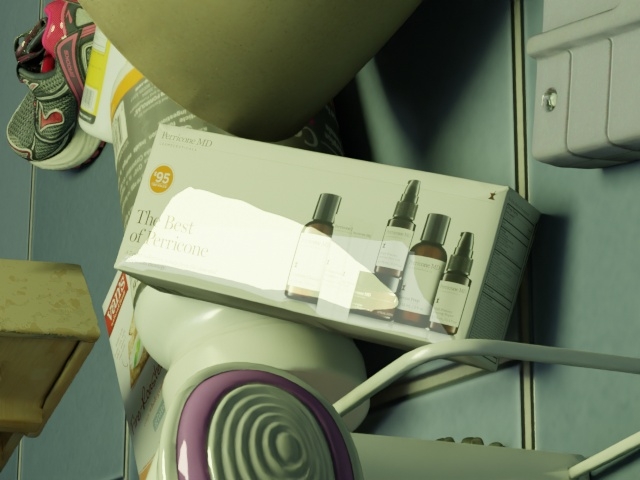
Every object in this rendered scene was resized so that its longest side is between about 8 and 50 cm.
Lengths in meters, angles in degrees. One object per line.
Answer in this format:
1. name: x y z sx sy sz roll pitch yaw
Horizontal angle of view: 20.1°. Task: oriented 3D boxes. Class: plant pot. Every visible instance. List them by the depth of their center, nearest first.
1. plant pot: 0.007 -0.238 1.084 0.274 0.256 0.256 -35 48 27

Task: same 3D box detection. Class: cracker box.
1. cracker box: -0.103 0.082 1.419 0.232 0.067 0.155 -109 35 -44

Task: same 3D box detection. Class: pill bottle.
1. pill bottle: -0.053 0.000 1.225 0.162 0.162 0.278 -53 39 46
2. pill bottle: -0.138 -0.172 1.521 0.103 0.103 0.184 36 115 62

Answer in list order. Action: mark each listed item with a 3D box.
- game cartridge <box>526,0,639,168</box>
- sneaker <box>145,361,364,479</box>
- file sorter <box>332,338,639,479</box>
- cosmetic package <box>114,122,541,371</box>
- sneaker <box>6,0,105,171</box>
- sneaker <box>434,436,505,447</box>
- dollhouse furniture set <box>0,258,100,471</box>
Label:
1. game cartridge: 0.189 -0.223 0.895 0.230 0.068 0.355 166 110 -68
2. sneaker: -0.029 0.212 0.759 0.152 0.114 0.305 123 150 -53
3. file sorter: 0.099 0.199 0.812 0.173 0.193 0.277 -42 47 51
4. cosmetic package: 0.000 0.000 1.061 0.239 0.060 0.099 11 78 29
5. sneaker: -0.250 -0.161 1.749 0.299 0.112 0.120 141 132 -57
6. sneaker: 0.031 0.196 1.073 0.276 0.098 0.135 -23 79 50
7. dollhouse furniture set: -0.239 0.241 1.249 0.256 0.362 0.394 -56 43 38
